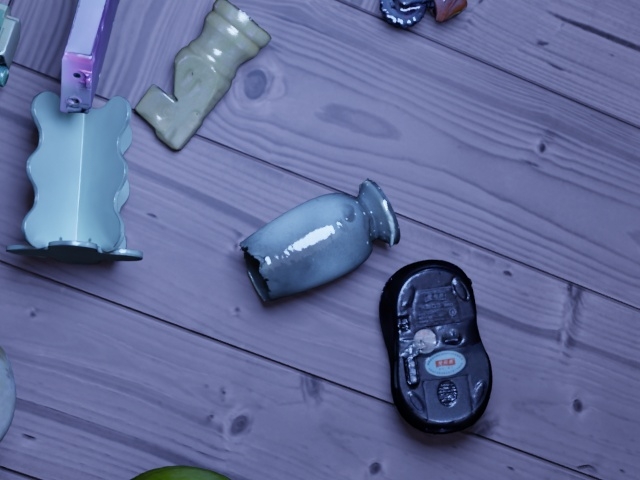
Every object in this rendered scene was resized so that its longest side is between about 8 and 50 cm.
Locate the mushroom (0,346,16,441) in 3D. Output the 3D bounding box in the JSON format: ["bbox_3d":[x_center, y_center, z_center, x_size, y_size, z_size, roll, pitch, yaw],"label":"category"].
[{"bbox_3d":[-0.467,0.225,1.271,0.243,0.243,0.243,0,89,-10],"label":"mushroom"}]

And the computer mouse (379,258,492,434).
[{"bbox_3d":[0.153,0.143,1.416,0.137,0.096,0.233,-3,85,-15],"label":"computer mouse"}]

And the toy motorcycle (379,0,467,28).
[{"bbox_3d":[0.153,-0.386,1.434,0.118,0.084,0.212,12,82,-1],"label":"toy motorcycle"}]

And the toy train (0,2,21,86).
[{"bbox_3d":[-0.484,-0.258,1.328,0.194,0.081,0.125,17,76,-6],"label":"toy train"}]

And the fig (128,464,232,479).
[{"bbox_3d":[-0.156,0.438,1.272,0.316,0.316,0.316,0,89,-10],"label":"fig"}]

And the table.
[{"bbox_3d":[-0.303,-0.078,1.320,0.166,0.166,0.198,3,80,-10],"label":"table"}]

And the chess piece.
[{"bbox_3d":[-0.158,-0.218,1.384,0.090,0.090,0.200,38,95,-7],"label":"chess piece"}]

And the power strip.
[{"bbox_3d":[-0.275,-0.281,1.287,0.037,0.109,0.279,10,55,-8],"label":"power strip"}]

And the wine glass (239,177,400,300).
[{"bbox_3d":[0.000,0.000,1.383,0.204,0.111,0.111,-25,93,-12],"label":"wine glass"}]
